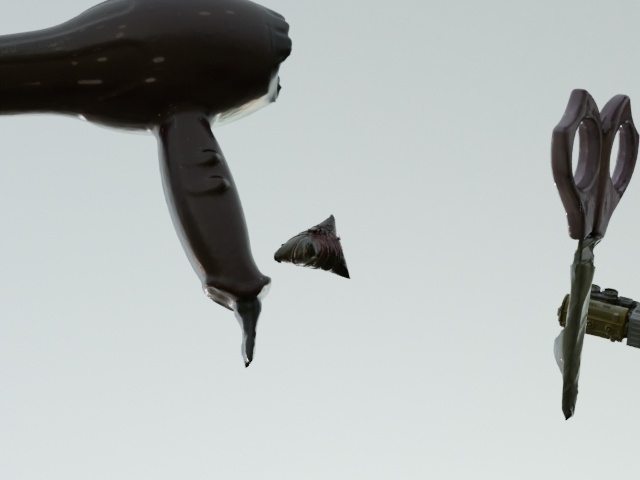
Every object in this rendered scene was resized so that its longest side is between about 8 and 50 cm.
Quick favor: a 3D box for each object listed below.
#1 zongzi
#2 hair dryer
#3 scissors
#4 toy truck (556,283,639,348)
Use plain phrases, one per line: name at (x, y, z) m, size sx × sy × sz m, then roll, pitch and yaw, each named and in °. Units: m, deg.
zongzi at (0.000, 0.000, 1.317) m, size 0.083 × 0.073 × 0.067 m, roll 19°, pitch -29°, yaw -34°
hair dryer at (-0.145, -0.045, 0.939) m, size 0.313 × 0.340 × 0.123 m, roll -12°, pitch -24°, yaw -17°
scissors at (0.166, 0.011, 0.755) m, size 0.021 × 0.212 × 0.110 m, roll 13°, pitch 12°, yaw 38°
toy truck at (0.348, 0.094, 1.410) m, size 0.123 × 0.063 × 0.052 m, roll 14°, pitch -65°, yaw 26°
